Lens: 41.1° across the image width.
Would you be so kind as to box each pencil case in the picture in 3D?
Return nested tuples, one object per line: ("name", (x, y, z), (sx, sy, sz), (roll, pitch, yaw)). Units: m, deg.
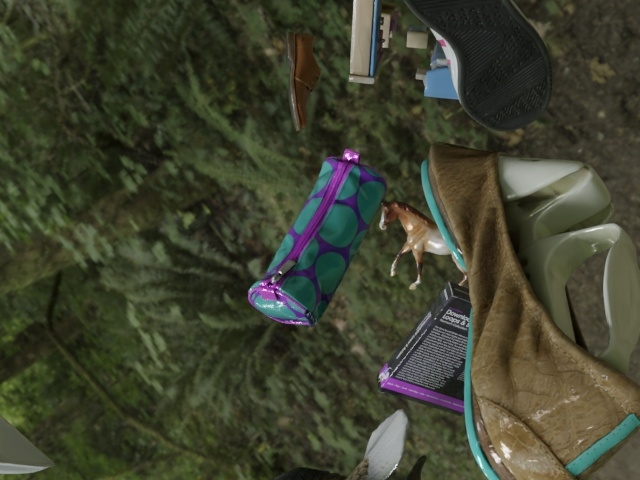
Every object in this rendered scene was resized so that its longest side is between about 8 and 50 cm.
("pencil case", (0.000, 0.000, 0.738), (0.064, 0.151, 0.070), (18, 158, 25))

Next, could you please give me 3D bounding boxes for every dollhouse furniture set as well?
("dollhouse furniture set", (0.223, -0.407, 1.554), (0.303, 0.286, 0.198), (8, 124, 8))

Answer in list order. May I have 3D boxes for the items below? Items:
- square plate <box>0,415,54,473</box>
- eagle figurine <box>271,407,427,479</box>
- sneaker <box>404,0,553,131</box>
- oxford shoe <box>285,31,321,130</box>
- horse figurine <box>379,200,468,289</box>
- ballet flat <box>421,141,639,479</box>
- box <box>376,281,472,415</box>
("square plate", (-0.599, 0.236, 1.191), (0.344, 0.049, 0.347), (29, 179, 28))
("eagle figurine", (-0.005, 0.324, 0.878), (0.225, 0.298, 0.226), (-113, 25, -47))
("sneaker", (0.150, -0.261, 0.924), (0.295, 0.124, 0.178), (47, -154, -44))
("oxford shoe", (-0.034, -0.343, 1.841), (0.076, 0.076, 0.212), (-157, 66, -81))
("horse figurine", (0.232, 0.024, 1.608), (0.263, 0.066, 0.174), (16, 120, 18))
("ballet flat", (0.149, 0.015, 0.585), (0.116, 0.124, 0.342), (43, -154, -25))
("box", (0.152, 0.126, 0.961), (0.116, 0.162, 0.029), (21, -145, -19))
